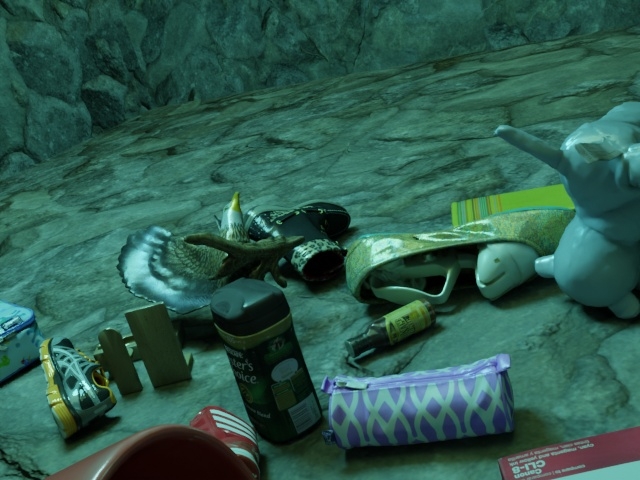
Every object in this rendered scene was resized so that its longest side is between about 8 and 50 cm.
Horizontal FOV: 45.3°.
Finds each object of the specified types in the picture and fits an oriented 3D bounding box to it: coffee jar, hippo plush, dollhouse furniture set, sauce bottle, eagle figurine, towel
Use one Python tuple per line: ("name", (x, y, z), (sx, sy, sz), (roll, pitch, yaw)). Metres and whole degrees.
("coffee jar", (-0.064, 0.136, 0.896), (0.079, 0.184, 0.096), (-26, 23, -25))
("hippo plush", (0.383, -0.022, 0.921), (0.294, 0.236, 0.234), (-17, 28, -35))
("dollhouse furniture set", (-0.271, 0.132, 1.143), (0.144, 0.123, 0.151), (-14, 21, 4))
("sauce bottle", (0.094, 0.120, 1.029), (0.128, 0.042, 0.042), (-26, 23, -18))
("eagle figurine", (-0.156, 0.034, 1.210), (0.298, 0.226, 0.225), (-14, 36, 54))
("towel", (0.346, -0.057, 1.330), (0.237, 0.021, 0.102), (-10, 27, 14))

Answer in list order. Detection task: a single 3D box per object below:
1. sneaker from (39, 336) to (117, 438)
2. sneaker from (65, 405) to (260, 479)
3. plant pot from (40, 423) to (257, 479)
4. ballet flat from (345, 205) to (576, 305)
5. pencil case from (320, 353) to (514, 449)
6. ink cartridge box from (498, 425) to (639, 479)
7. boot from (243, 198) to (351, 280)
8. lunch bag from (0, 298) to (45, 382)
("sneaker", (-0.347, 0.200, 1.098), (0.083, 0.084, 0.215), (-22, 32, -16))
("sneaker", (-0.174, 0.251, 0.861), (0.221, 0.087, 0.128), (-3, 13, 1))
("plant pot", (-0.176, 0.287, 0.525), (0.243, 0.275, 0.275), (-19, 18, 22))
("ballet flat", (0.201, 0.036, 1.091), (0.348, 0.123, 0.123), (-7, 22, 19))
("pencil case", (0.105, 0.171, 0.824), (0.206, 0.088, 0.086), (-10, 24, 13))
("ink cartridge box", (0.209, 0.238, 0.519), (0.127, 0.128, 0.176), (-14, 20, 6))
("boot", (-0.001, 0.002, 1.352), (0.236, 0.085, 0.178), (-4, 30, -41))
("lunch bag", (-0.579, 0.179, 1.302), (0.176, 0.090, 0.219), (-33, 26, -32))
